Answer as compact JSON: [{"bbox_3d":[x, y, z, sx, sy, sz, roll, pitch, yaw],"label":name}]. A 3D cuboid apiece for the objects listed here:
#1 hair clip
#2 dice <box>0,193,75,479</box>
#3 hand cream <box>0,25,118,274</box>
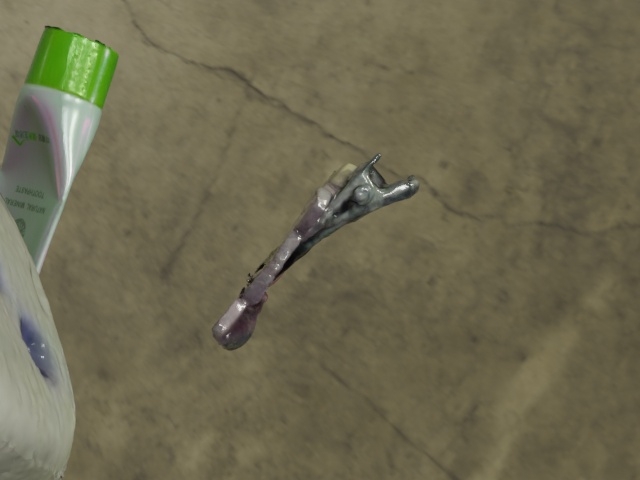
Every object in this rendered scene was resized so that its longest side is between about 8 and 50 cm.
[{"bbox_3d":[-0.005,-0.006,1.167,0.187,0.146,0.056,-40,96,26],"label":"hair clip"},{"bbox_3d":[-0.233,0.046,0.670,0.194,0.193,0.192,-24,154,0],"label":"dice"},{"bbox_3d":[-0.189,0.009,0.897,0.050,0.079,0.275,20,85,-14],"label":"hand cream"}]
